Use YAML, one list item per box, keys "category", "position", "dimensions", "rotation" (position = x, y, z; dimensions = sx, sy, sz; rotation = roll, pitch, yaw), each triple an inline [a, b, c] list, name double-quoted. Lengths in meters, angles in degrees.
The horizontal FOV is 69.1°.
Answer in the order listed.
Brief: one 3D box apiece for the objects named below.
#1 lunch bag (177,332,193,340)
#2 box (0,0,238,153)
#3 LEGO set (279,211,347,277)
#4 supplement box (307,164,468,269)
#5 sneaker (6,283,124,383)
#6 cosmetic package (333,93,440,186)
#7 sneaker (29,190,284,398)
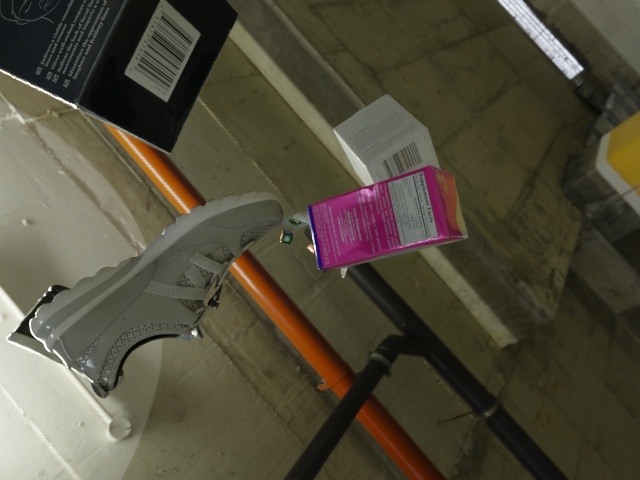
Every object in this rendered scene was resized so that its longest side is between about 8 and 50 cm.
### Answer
- category: "lunch bag"
  position: [-0.237, 0.114, 0.744]
  dimensions: [0.083, 0.053, 0.071]
  rotation: [17, -140, -18]
- category: "box"
  position: [-0.406, -0.381, 0.850]
  dimensions: [0.395, 0.294, 0.212]
  rotation: [27, -179, 26]
- category: "LEGO set"
  position: [0.000, 0.000, 1.009]
  dimensions: [0.182, 0.060, 0.244]
  rotation: [22, -165, 13]
- category: "supplement box"
  position: [0.105, -0.029, 0.741]
  dimensions: [0.111, 0.220, 0.114]
  rotation: [1, -103, -59]
- category: "sneaker"
  position: [-0.467, 0.192, 0.945]
  dimensions: [0.104, 0.296, 0.147]
  rotation: [11, -118, 23]
- category: "cosmetic package"
  position: [0.150, -0.197, 1.041]
  dimensions: [0.151, 0.151, 0.184]
  rotation: [55, -176, -45]
- category: "sneaker"
  position: [-0.147, 0.050, 0.505]
  dimensions: [0.281, 0.105, 0.115]
  rotation: [-36, -93, -17]
